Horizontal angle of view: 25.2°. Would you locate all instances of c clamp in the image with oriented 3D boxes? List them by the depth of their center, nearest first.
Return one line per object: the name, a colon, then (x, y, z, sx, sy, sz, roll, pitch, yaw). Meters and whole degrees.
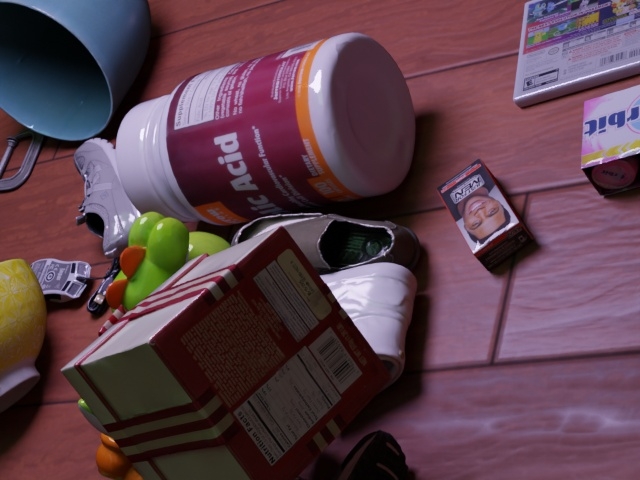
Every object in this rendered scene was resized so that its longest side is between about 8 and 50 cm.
c clamp: (-0.562, -0.140, 2.584, 0.137, 0.022, 0.161, -3, 55, 40)

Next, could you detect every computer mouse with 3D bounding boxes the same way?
computer mouse: (-0.387, 0.064, 2.240, 0.193, 0.042, 0.106, 2, 63, 36)

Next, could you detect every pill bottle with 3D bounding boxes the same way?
pill bottle: (-0.084, -0.142, 2.009, 0.392, 0.224, 0.224, -11, 50, 35)

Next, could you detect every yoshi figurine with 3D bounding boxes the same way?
yoshi figurine: (-0.180, 0.139, 1.824, 0.203, 0.362, 0.203, 9, 15, 5)

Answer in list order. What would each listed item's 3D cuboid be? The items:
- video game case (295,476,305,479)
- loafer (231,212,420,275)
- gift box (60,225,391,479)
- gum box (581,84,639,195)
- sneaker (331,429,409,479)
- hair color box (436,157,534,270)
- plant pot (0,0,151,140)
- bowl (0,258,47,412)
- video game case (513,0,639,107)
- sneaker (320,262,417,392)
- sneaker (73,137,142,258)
video game case: (-0.101, 0.367, 1.649, 0.232, 0.042, 0.210, -55, 10, -12)
loafer: (0.000, 0.000, 1.849, 0.251, 0.087, 0.094, -2, 75, 14)
gift box: (-0.096, 0.151, 1.620, 0.276, 0.255, 0.258, -36, 9, -35)
gum box: (0.408, -0.133, 1.695, 0.188, 0.062, 0.107, -16, 48, 32)
sneaker: (0.006, 0.332, 1.617, 0.108, 0.100, 0.271, 9, 63, 51)
hair color box: (0.206, -0.034, 1.802, 0.072, 0.043, 0.141, -36, 41, 9)
plant pot: (-0.429, -0.357, 2.465, 0.293, 0.293, 0.235, -7, 38, 37)
bowl: (-0.509, 0.176, 2.131, 0.289, 0.289, 0.156, -40, 82, 6)
video game case: (0.356, -0.274, 1.898, 0.201, 0.023, 0.183, -14, 48, 33)
sneaker: (-0.021, 0.138, 1.801, 0.292, 0.108, 0.169, -18, 43, 28)
sneaker: (-0.343, -0.070, 2.244, 0.115, 0.105, 0.281, -30, 38, -12)
